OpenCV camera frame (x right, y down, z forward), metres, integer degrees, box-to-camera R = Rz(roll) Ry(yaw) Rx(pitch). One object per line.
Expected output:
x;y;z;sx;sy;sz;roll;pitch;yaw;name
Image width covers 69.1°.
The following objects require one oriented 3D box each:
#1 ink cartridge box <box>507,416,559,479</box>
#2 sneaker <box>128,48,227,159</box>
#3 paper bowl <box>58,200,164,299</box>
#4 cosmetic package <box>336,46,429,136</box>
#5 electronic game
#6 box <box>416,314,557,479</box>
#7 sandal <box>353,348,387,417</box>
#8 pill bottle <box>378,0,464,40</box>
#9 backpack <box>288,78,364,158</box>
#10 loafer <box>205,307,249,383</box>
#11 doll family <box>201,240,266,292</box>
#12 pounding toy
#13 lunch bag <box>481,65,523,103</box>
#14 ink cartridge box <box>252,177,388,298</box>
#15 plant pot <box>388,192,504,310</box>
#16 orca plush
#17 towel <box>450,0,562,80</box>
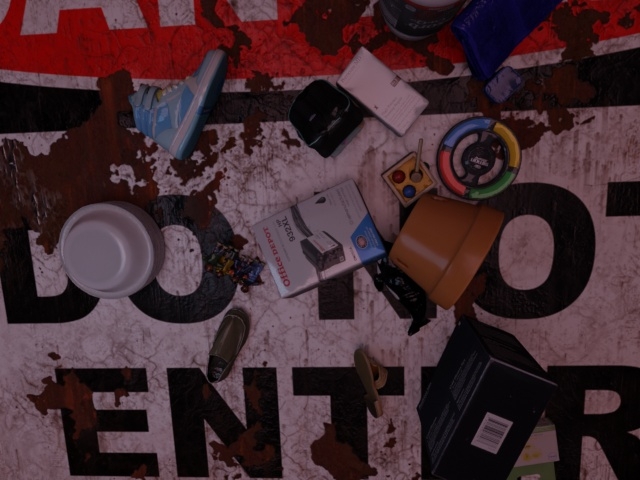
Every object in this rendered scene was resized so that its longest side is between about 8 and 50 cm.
0.635;0.669;1.423;0.171;0.056;0.235;-11;97;5;ink cartridge box
-0.398;-0.404;1.264;0.208;0.127;0.319;29;100;-3;sneaker
-0.613;0.031;1.347;0.284;0.148;0.285;1;99;3;paper bowl
0.164;-0.394;1.247;0.231;0.085;0.117;37;100;-4;cosmetic package
0.434;-0.223;1.277;0.229;0.048;0.230;1;101;3;electronic game
0.425;0.428;1.262;0.178;0.312;0.343;22;102;-1;box
0.168;0.417;1.411;0.079;0.088;0.240;-21;107;-24;sandal
0.240;-0.593;1.063;0.210;0.363;0.210;1;100;4;pill bottle
0.011;-0.325;1.232;0.166;0.144;0.188;-48;57;13;backpack
-0.283;0.327;1.406;0.094;0.087;0.251;18;101;1;loafer
-0.253;0.085;1.369;0.192;0.076;0.111;28;96;-4;doll family
0.249;-0.184;1.270;0.141;0.100;0.130;-37;96;9;pounding toy
0.480;-0.414;1.230;0.067;0.065;0.098;44;106;-7;lunch bag
0.000;0.000;1.282;0.307;0.129;0.223;-25;81;8;ink cartridge box
0.313;0.008;1.223;0.203;0.291;0.291;29;101;12;plant pot
0.233;0.141;1.329;0.151;0.102;0.288;-11;99;6;orca plush
0.471;-0.564;1.134;0.308;0.227;0.076;-49;54;9;towel
